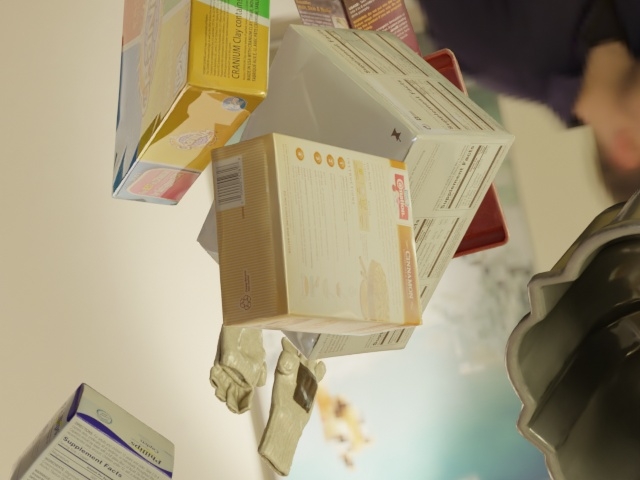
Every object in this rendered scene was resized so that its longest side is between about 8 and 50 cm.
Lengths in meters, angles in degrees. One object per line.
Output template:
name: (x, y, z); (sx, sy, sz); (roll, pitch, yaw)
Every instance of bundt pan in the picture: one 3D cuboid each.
bundt pan: (0.281, 0.075, 0.923); (0.331, 0.331, 0.124); (-14, -149, 41)

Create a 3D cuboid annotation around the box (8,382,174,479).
box: (-0.242, 0.244, 1.671); (0.137, 0.126, 0.072); (-48, -164, 18)

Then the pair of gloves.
pair of gloves: (-0.071, 0.181, 2.192); (0.042, 0.240, 0.204); (-10, -139, 28)

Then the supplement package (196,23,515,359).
supplement package: (0.028, -0.049, 1.569); (0.145, 0.204, 0.262); (-2, 127, -45)

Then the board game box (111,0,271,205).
board game box: (-0.112, -0.186, 1.352); (0.064, 0.242, 0.316); (6, 163, -16)

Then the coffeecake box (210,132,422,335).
coffeecake box: (0.000, 0.000, 1.283); (0.068, 0.142, 0.185); (-12, 167, 36)

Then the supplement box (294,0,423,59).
supplement box: (0.053, -0.214, 1.810); (0.081, 0.188, 0.104); (-33, -152, -24)

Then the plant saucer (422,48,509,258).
plant saucer: (0.117, -0.096, 2.081); (0.258, 0.259, 0.048); (-16, -177, 39)
